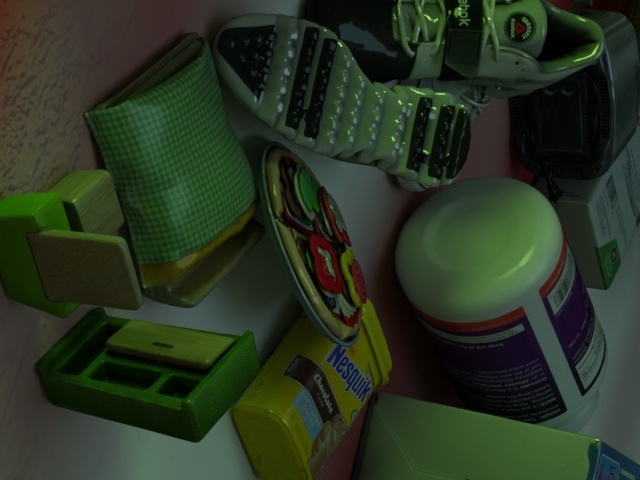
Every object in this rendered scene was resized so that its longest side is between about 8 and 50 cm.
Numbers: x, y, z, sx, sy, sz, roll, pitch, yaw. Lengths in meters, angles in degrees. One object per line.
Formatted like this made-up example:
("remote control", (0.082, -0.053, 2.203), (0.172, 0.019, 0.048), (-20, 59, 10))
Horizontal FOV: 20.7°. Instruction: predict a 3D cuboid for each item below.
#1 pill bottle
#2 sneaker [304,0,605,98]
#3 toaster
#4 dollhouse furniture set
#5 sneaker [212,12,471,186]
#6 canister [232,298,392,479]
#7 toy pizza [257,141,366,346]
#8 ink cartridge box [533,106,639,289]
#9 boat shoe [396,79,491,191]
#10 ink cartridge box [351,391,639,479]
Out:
("pill bottle", (0.210, 0.089, 1.936), (0.181, 0.182, 0.323), (-64, 145, -29))
("sneaker", (0.140, -0.214, 1.717), (0.331, 0.146, 0.122), (1, 84, -37))
("toaster", (0.310, -0.172, 2.100), (0.146, 0.129, 0.227), (-40, 128, -52))
("dollhouse furniture set", (-0.101, -0.016, 1.411), (0.301, 0.151, 0.197), (-48, 135, -44))
("sneaker", (0.004, -0.123, 1.621), (0.292, 0.118, 0.110), (25, 79, -38))
("canister", (-0.007, 0.143, 1.687), (0.170, 0.073, 0.126), (-54, 139, -37))
("toy pizza", (0.000, 0.000, 1.604), (0.201, 0.032, 0.201), (58, 18, -32))
("ink cartridge box", (0.350, -0.066, 2.230), (0.208, 0.087, 0.153), (-58, 142, -36))
("boat shoe", (0.144, -0.173, 1.858), (0.095, 0.084, 0.258), (32, 69, -58))
("ink cartridge box", (0.240, 0.302, 1.946), (0.395, 0.270, 0.151), (31, 72, -57))
